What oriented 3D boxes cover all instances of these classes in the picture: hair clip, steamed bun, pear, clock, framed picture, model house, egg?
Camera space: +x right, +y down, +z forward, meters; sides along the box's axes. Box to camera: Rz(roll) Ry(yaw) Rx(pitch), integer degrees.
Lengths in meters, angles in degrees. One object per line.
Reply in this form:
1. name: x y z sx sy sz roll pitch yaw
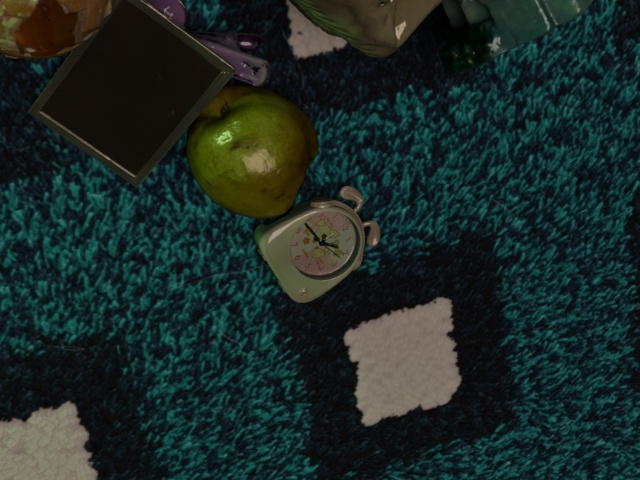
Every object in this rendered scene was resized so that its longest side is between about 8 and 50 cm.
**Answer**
1. hair clip: -0.207 -0.279 1.491 0.278 0.090 0.137 16 120 -7
2. steamed bun: 0.028 -0.426 1.375 0.255 0.342 0.368 -48 132 5
3. pear: -0.103 -0.133 1.530 0.200 0.200 0.200 -7 113 -16
4. clock: 0.000 0.000 1.684 0.191 0.062 0.151 -32 117 -5
5. framed picture: -0.272 -0.215 1.472 0.197 0.014 0.252 36 117 -18
6. model house: 0.252 -0.417 1.494 0.230 0.280 0.248 -22 103 29
7. egg: -0.387 -0.333 1.346 0.233 0.195 0.195 -1 112 1
